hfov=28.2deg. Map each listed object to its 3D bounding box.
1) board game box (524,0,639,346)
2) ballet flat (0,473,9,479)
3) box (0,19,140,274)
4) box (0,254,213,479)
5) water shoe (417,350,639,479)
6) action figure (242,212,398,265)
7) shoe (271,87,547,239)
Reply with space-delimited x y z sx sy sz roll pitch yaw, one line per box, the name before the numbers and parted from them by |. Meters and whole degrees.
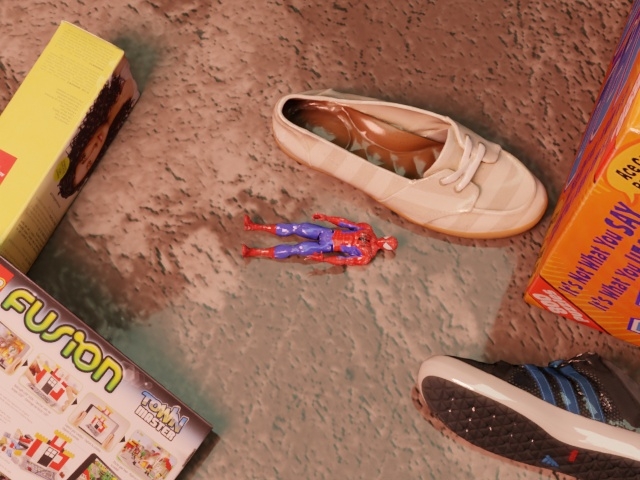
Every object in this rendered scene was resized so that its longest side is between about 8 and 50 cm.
board game box | 0.376 -0.096 0.799 0.356 0.356 0.356 22 75 6
ballet flat | -0.318 0.198 0.871 0.221 0.077 0.079 -11 78 -7
box | -0.219 -0.041 0.930 0.058 0.087 0.232 28 77 8
box | -0.186 0.109 0.864 0.207 0.036 0.114 42 73 -16
water shoe | 0.168 0.116 0.901 0.203 0.073 0.080 22 54 2
action figure | 0.000 0.000 0.947 0.115 0.030 0.038 3 69 -1
shoe | 0.064 -0.059 0.946 0.219 0.058 0.076 19 75 6
